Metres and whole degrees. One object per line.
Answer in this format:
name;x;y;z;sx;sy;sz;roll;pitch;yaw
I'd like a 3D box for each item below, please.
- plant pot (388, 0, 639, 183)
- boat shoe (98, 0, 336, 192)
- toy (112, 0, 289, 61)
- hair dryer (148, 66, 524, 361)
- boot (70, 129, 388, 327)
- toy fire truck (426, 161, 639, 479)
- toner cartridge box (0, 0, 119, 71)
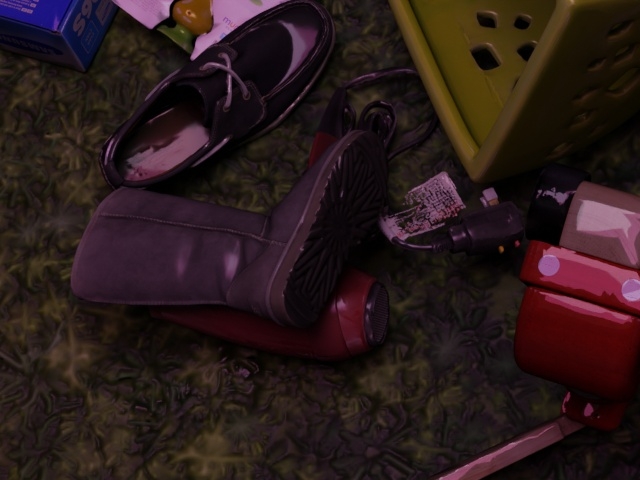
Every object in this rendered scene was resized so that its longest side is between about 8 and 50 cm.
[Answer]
plant pot;0.197;-0.205;1.356;0.207;0.228;0.227;-10;61;-21
boat shoe;-0.081;-0.116;1.456;0.233;0.079;0.084;-38;86;-5
toy;-0.054;-0.257;1.531;0.137;0.056;0.237;37;85;10
hair dryer;0.000;0.000;1.417;0.293;0.080;0.223;-27;48;-7
boot;-0.070;-0.016;1.365;0.208;0.076;0.189;5;50;39
toy fire truck;0.173;0.084;1.263;0.158;0.217;0.246;17;86;18
toner cartridge box;-0.336;-0.276;1.591;0.348;0.075;0.165;18;72;19
